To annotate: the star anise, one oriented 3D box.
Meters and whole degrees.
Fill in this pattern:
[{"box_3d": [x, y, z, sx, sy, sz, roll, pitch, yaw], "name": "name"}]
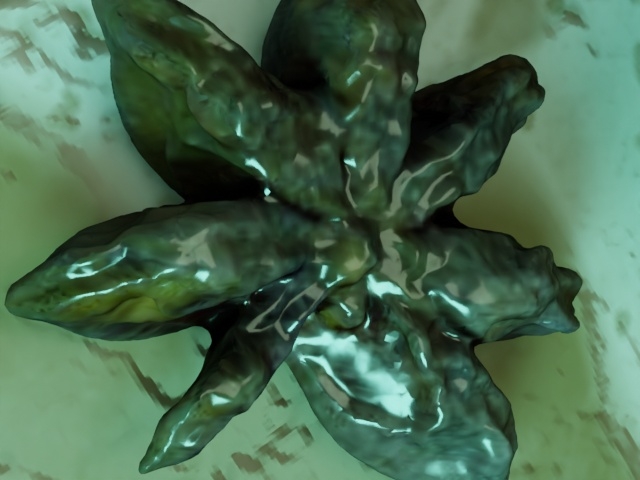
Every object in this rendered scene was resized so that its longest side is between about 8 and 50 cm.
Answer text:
[{"box_3d": [0.006, -0.015, 0.621, 0.212, 0.073, 0.197, 10, 82, -27], "name": "star anise"}]
